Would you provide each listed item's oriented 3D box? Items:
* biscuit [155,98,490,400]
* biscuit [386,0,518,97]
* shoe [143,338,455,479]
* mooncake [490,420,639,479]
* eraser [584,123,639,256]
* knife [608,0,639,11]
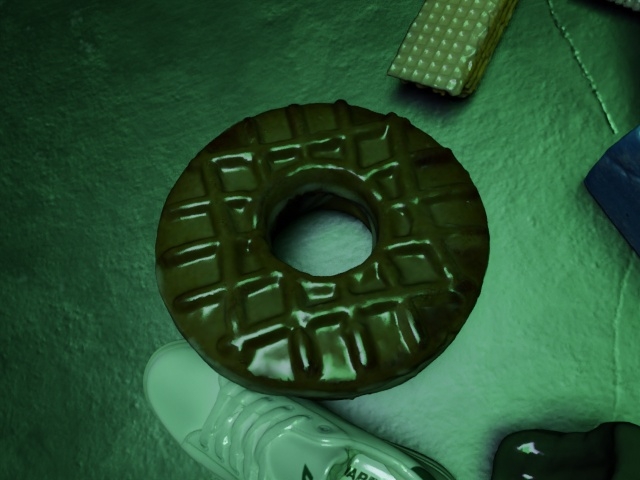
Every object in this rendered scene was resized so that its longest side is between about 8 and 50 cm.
[{"bbox_3d":[0.000,0.000,0.590,0.333,0.103,0.331,0,62,1],"label":"biscuit"},{"bbox_3d":[0.202,-0.328,0.675,0.094,0.054,0.378,23,83,27],"label":"biscuit"},{"bbox_3d":[-0.034,0.204,0.564,0.363,0.160,0.131,25,84,11],"label":"shoe"},{"bbox_3d":[0.236,0.215,0.513,0.175,0.168,0.104,-5,61,32],"label":"mooncake"},{"bbox_3d":[0.370,0.034,0.544,0.043,0.144,0.311,-32,76,-1],"label":"eraser"},{"bbox_3d":[0.415,-0.263,0.648,0.365,0.043,0.089,31,84,12],"label":"knife"}]
